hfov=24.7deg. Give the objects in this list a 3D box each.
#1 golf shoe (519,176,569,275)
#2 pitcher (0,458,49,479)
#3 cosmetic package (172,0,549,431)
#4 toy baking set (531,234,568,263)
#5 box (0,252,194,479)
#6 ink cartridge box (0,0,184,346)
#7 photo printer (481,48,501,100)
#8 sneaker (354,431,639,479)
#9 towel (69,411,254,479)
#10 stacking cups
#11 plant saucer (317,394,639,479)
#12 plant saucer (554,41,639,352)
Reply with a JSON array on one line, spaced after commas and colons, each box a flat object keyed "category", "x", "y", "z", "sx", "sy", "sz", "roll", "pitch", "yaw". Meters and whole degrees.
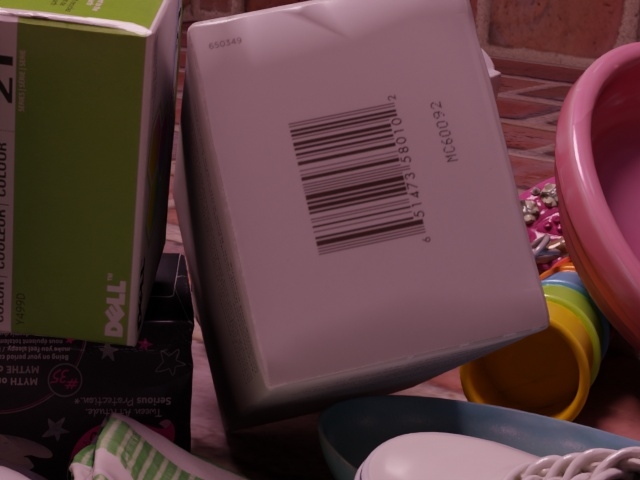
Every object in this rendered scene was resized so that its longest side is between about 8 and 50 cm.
[{"category": "golf shoe", "x": 0.323, "y": -0.009, "z": 1.482, "sx": 0.306, "sy": 0.115, "sz": 0.140, "roll": -9, "pitch": -22, "yaw": 2}, {"category": "pitcher", "x": -0.147, "y": 0.166, "z": 0.705, "sx": 0.178, "sy": 0.125, "sz": 0.207, "roll": 7, "pitch": 2, "yaw": -8}, {"category": "cosmetic package", "x": 0.000, "y": 0.000, "z": 0.891, "sx": 0.155, "sy": 0.197, "sz": 0.365, "roll": -12, "pitch": -7, "yaw": -8}, {"category": "toy baking set", "x": 0.177, "y": 0.015, "z": 1.292, "sx": 0.256, "sy": 0.030, "sz": 0.197, "roll": -22, "pitch": -5, "yaw": -32}, {"category": "box", "x": -0.207, "y": 0.091, "z": 0.917, "sx": 0.247, "sy": 0.142, "sz": 0.163, "roll": 2, "pitch": 14, "yaw": -8}, {"category": "ink cartridge box", "x": -0.137, "y": -0.026, "z": 0.760, "sx": 0.097, "sy": 0.188, "sz": 0.255, "roll": 6, "pitch": 26, "yaw": -2}, {"category": "photo printer", "x": 0.021, "y": -0.043, "z": 1.245, "sx": 0.107, "sy": 0.256, "sz": 0.307, "roll": 30, "pitch": 25, "yaw": 21}, {"category": "sneaker", "x": 0.117, "y": 0.120, "z": 0.588, "sx": 0.258, "sy": 0.091, "sz": 0.094, "roll": 19, "pitch": 41, "yaw": 38}, {"category": "towel", "x": -0.002, "y": 0.154, "z": 0.638, "sx": 0.248, "sy": 0.038, "sz": 0.325, "roll": 25, "pitch": -2, "yaw": -6}, {"category": "stacking cups", "x": 0.194, "y": 0.058, "z": 1.174, "sx": 0.096, "sy": 0.096, "sz": 0.316, "roll": 7, "pitch": 16, "yaw": 18}, {"category": "plant saucer", "x": 0.148, "y": 0.154, "z": 0.802, "sx": 0.318, "sy": 0.043, "sz": 0.317, "roll": 14, "pitch": 7, "yaw": -2}, {"category": "plant saucer", "x": 0.314, "y": -0.004, "z": 1.160, "sx": 0.332, "sy": 0.332, "sz": 0.084, "roll": -10, "pitch": -25, "yaw": -38}]
